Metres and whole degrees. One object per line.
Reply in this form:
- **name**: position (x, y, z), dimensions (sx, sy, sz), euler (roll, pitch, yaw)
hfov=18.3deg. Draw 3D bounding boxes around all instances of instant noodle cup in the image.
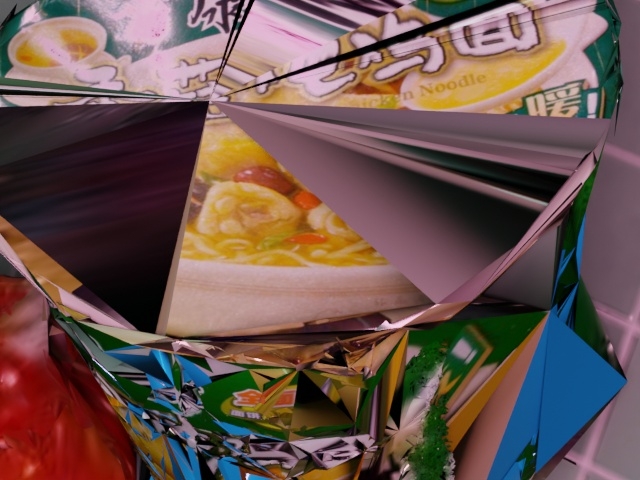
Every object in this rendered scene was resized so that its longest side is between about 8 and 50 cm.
- **instant noodle cup**: position (0.000, 0.000, 0.740), dimensions (0.240, 0.240, 0.178), euler (28, 151, 29)

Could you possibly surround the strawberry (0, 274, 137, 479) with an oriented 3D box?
- **strawberry**: position (-0.190, 0.173, 0.837), dimensions (0.292, 0.292, 0.343), euler (-14, 85, 34)
